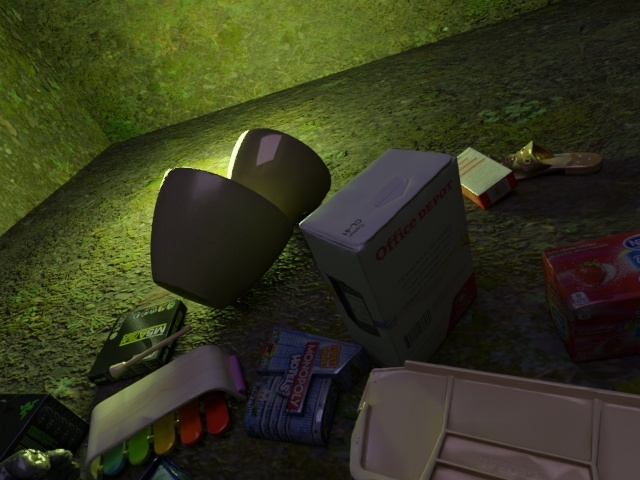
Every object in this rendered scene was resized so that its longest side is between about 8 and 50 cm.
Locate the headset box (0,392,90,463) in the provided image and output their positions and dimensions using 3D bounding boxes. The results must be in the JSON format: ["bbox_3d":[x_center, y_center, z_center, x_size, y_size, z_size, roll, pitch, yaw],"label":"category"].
[{"bbox_3d":[-0.624,0.428,0.763,0.246,0.131,0.283,-8,37,22],"label":"headset box"}]

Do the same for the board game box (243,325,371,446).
[{"bbox_3d":[-0.019,0.240,0.703,0.194,0.060,0.194,-7,38,25],"label":"board game box"}]

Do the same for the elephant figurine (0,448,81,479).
[{"bbox_3d":[-0.427,0.442,0.580,0.186,0.169,0.239,-37,48,2],"label":"elephant figurine"}]

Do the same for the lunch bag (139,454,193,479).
[{"bbox_3d":[-0.251,0.404,0.607,0.151,0.096,0.129,-5,40,52],"label":"lunch bag"}]

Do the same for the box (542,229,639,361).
[{"bbox_3d":[0.467,0.068,0.572,0.256,0.128,0.123,-14,36,16],"label":"box"}]

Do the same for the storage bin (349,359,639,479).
[{"bbox_3d":[0.183,0.252,0.384,0.260,0.262,0.123,-1,40,31],"label":"storage bin"}]

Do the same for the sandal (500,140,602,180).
[{"bbox_3d":[0.503,-0.195,0.940,0.240,0.079,0.088,2,43,33],"label":"sandal"}]

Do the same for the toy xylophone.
[{"bbox_3d":[-0.302,0.297,0.781,0.322,0.081,0.236,-25,34,0],"label":"toy xylophone"}]

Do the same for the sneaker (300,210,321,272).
[{"bbox_3d":[0.000,0.000,0.975,0.084,0.097,0.235,-31,35,-9],"label":"sneaker"}]

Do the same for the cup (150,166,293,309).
[{"bbox_3d":[-0.257,0.022,0.959,0.331,0.331,0.237,5,66,36],"label":"cup"}]

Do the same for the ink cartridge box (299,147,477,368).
[{"bbox_3d":[0.129,0.040,0.659,0.226,0.306,0.131,-42,38,-24],"label":"ink cartridge box"}]

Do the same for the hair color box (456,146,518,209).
[{"bbox_3d":[0.372,-0.151,0.972,0.093,0.053,0.167,-37,35,7],"label":"hair color box"}]

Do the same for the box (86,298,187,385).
[{"bbox_3d":[-0.427,0.237,0.971,0.190,0.045,0.184,-17,33,13],"label":"box"}]

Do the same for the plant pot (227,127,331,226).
[{"bbox_3d":[-0.136,-0.128,1.099,0.284,0.284,0.191,5,59,36],"label":"plant pot"}]
